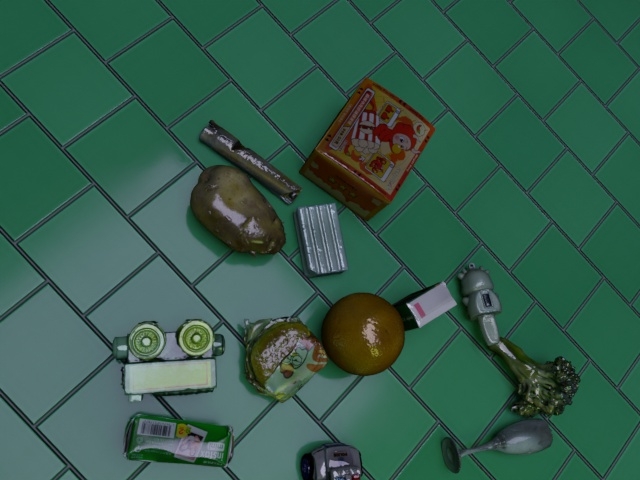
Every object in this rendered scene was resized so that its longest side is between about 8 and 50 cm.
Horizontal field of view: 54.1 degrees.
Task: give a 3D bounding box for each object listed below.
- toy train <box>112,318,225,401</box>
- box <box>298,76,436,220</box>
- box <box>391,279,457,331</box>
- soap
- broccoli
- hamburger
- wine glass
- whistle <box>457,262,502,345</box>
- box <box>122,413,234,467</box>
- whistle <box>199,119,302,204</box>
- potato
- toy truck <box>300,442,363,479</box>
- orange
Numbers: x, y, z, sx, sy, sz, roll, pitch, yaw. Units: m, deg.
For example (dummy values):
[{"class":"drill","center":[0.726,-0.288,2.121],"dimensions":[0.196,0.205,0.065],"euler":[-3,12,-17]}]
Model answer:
[{"class":"toy train","center":[-0.369,0.289,1.538],"dimensions":[0.271,0.159,0.189],"euler":[0,83,-17]},{"class":"box","center":[0.133,-0.257,1.794],"dimensions":[0.259,0.214,0.284],"euler":[35,69,-7]},{"class":"box","center":[0.263,0.190,1.724],"dimensions":[0.135,0.199,0.081],"euler":[-27,83,-23]},{"class":"soap","center":[0.000,0.000,1.765],"dimensions":[0.118,0.066,0.198],"euler":[-8,79,-17]},{"class":"broccoli","center":[0.600,0.407,1.828],"dimensions":[0.274,0.177,0.199],"euler":[20,106,18]},{"class":"hamburger","center":[-0.109,0.289,1.625],"dimensions":[0.214,0.125,0.235],"euler":[-33,98,-23]},{"class":"wine glass","center":[0.509,0.653,1.749],"dimensions":[0.309,0.096,0.265],"euler":[-6,86,-19]},{"class":"whistle","center":[0.475,0.183,1.838],"dimensions":[0.101,0.105,0.253],"euler":[-20,67,18]},{"class":"box","center":[-0.337,0.479,1.486],"dimensions":[0.249,0.180,0.103],"euler":[11,70,-12]},{"class":"whistle","center":[-0.197,-0.219,1.769],"dimensions":[0.326,0.057,0.068],"euler":[37,114,-5]},{"class":"potato","center":[-0.220,-0.070,1.681],"dimensions":[0.296,0.141,0.192],"euler":[41,53,-2]},{"class":"toy truck","center":[0.048,0.620,1.565],"dimensions":[0.161,0.177,0.213],"euler":[-1,77,-16]},{"class":"orange","center":[0.112,0.246,1.647],"dimensions":[0.236,0.236,0.237],"euler":[4,75,-16]}]
